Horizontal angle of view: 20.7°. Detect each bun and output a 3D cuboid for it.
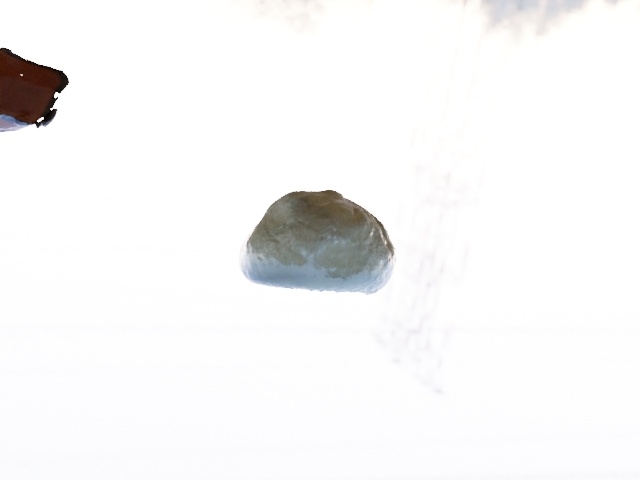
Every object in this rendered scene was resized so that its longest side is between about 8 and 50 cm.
[{"bbox_3d":[0.000,0.000,0.931,0.086,0.055,0.086,6,179,0],"label":"bun"}]

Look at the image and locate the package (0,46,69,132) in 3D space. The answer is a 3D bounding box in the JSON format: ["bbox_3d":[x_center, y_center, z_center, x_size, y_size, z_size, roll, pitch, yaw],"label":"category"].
[{"bbox_3d":[-0.149,-0.042,0.668,0.077,0.033,0.111,-7,-152,22],"label":"package"}]
